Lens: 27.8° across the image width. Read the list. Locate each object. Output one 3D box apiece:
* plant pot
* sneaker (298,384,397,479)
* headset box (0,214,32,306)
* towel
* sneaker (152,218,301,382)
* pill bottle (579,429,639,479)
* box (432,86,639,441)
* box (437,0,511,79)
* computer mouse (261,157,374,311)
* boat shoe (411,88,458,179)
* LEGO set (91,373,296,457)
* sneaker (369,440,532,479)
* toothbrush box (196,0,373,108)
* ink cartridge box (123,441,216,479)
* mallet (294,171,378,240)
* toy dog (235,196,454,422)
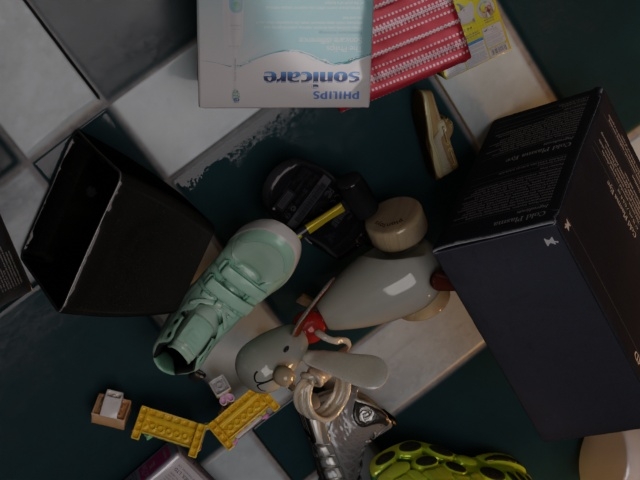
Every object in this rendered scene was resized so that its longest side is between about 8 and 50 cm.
[{"bbox_3d":[-0.249,-0.006,1.635,0.167,0.188,0.187,20,101,-35],"label":"plant pot"},{"bbox_3d":[0.058,0.309,1.874,0.132,0.086,0.229,-20,111,-12],"label":"sneaker"},{"bbox_3d":[-0.478,-0.049,1.496,0.131,0.283,0.246,-28,115,-23],"label":"headset box"},{"bbox_3d":[0.060,-0.323,1.672,0.199,0.031,0.275,-22,113,7],"label":"towel"},{"bbox_3d":[-0.121,0.085,1.645,0.094,0.151,0.256,37,131,-12],"label":"sneaker"},{"bbox_3d":[0.556,0.357,1.995,0.283,0.160,0.160,11,104,-20],"label":"pill bottle"},{"bbox_3d":[0.337,0.033,1.725,0.179,0.312,0.343,-16,118,33],"label":"box"},{"bbox_3d":[0.177,-0.318,1.726,0.105,0.043,0.179,-25,115,-6],"label":"box"},{"bbox_3d":[0.000,0.000,1.772,0.262,0.060,0.184,28,99,-30],"label":"computer mouse"},{"bbox_3d":[0.159,-0.151,1.774,0.045,0.050,0.135,-22,122,-13],"label":"boat shoe"},{"bbox_3d":[-0.167,0.242,1.796,0.287,0.107,0.132,-18,77,-6],"label":"LEGO set"},{"bbox_3d":[0.191,0.374,1.901,0.295,0.109,0.123,15,114,-35],"label":"sneaker"},{"bbox_3d":[-0.046,-0.317,1.581,0.216,0.126,0.295,-2,113,-5],"label":"toothbrush box"},{"bbox_3d":[-0.264,0.448,1.834,0.311,0.065,0.186,-42,114,-3],"label":"ink cartridge box"},{"bbox_3d":[-0.015,-0.026,1.701,0.189,0.039,0.062,-27,121,-7],"label":"mallet"},{"bbox_3d":[0.062,0.100,1.689,0.220,0.161,0.334,41,82,-35],"label":"toy dog"}]
